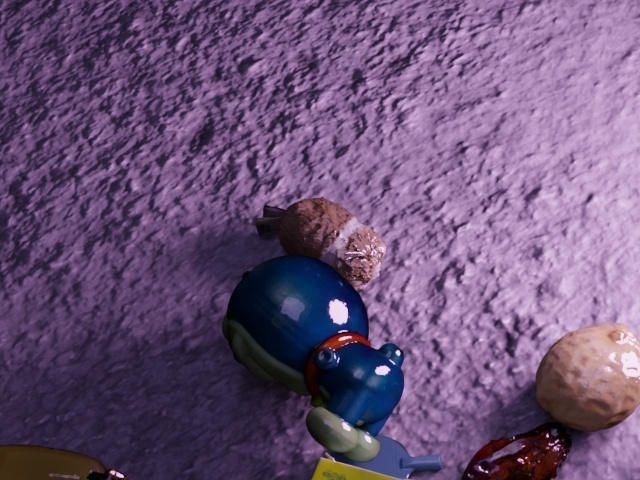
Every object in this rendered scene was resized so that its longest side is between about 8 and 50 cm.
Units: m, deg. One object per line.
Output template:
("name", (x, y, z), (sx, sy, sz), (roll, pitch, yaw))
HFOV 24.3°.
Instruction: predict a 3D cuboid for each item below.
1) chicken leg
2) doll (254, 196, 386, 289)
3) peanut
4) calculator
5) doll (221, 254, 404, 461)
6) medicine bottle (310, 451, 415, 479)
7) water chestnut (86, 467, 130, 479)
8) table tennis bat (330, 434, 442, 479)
("chicken leg", (0.241, 0.303, 1.955), (0.205, 0.053, 0.093), (-24, 70, -5))
("doll", (0.001, -0.007, 2.175), (0.221, 0.115, 0.105), (34, 75, 34))
("peanut", (0.366, 0.179, 1.985), (0.141, 0.109, 0.159), (31, 68, 10))
("calculator", (-0.401, 0.347, 2.017), (0.237, 0.033, 0.157), (3, 54, 8))
("doll", (-0.006, 0.142, 2.009), (0.322, 0.198, 0.186), (42, 93, 27))
("medicine bottle", (0.027, 0.413, 1.848), (0.137, 0.141, 0.250), (12, 57, 19))
("water chestnut", (-0.211, 0.421, 1.809), (0.289, 0.244, 0.289), (-1, 51, 2))
("table tennis bat", (0.085, 0.303, 1.992), (0.155, 0.019, 0.100), (-7, 52, 5))
